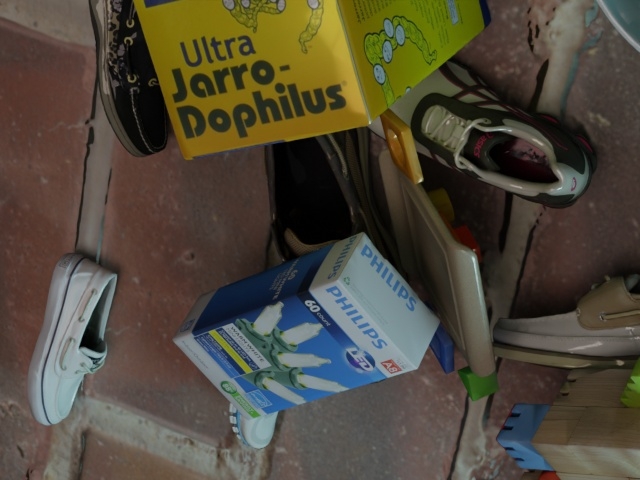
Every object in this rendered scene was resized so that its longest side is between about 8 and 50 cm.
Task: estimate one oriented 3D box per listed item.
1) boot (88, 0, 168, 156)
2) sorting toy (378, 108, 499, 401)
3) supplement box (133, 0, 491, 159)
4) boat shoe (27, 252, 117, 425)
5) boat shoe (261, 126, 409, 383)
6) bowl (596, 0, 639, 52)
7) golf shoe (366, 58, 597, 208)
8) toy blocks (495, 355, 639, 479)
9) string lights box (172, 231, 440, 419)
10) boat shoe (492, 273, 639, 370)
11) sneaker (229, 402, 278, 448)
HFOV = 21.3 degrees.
[{"bbox_3d":[-0.149,-0.205,1.832,0.179,0.085,0.236,-1,110,21],"label":"boot"},{"bbox_3d":[0.129,0.016,1.730,0.047,0.196,0.347,-23,131,-9],"label":"sorting toy"},{"bbox_3d":[0.000,-0.232,1.598,0.194,0.356,0.195,-9,106,27],"label":"supplement box"},{"bbox_3d":[-0.293,0.129,2.029,0.076,0.083,0.226,19,116,17],"label":"boat shoe"},{"bbox_3d":[0.000,0.000,1.823,0.132,0.130,0.355,-8,107,26],"label":"boat shoe"},{"bbox_3d":[0.396,-0.301,1.502,0.311,0.163,0.311,12,118,24],"label":"bowl"},{"bbox_3d":[0.146,-0.117,1.711,0.273,0.120,0.105,23,101,13],"label":"golf shoe"},{"bbox_3d":[0.322,0.258,1.749,0.261,0.190,0.381,-4,136,50],"label":"toy blocks"},{"bbox_3d":[-0.017,0.093,1.775,0.260,0.077,0.133,-22,118,43],"label":"string lights box"},{"bbox_3d":[0.317,0.086,1.745,0.302,0.113,0.103,1,86,29],"label":"boat shoe"},{"bbox_3d":[-0.051,0.160,1.939,0.083,0.071,0.190,18,118,25],"label":"sneaker"}]
